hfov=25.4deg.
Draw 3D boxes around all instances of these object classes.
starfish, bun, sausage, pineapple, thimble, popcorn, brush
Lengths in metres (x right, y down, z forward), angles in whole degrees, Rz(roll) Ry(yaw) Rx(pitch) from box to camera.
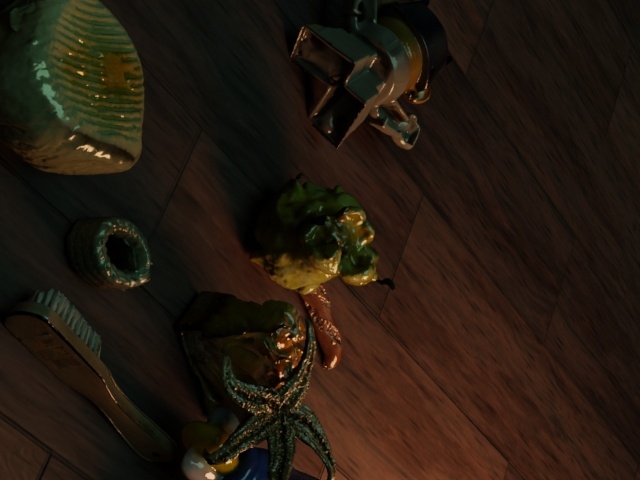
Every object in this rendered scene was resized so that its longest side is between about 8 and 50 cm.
[{"bbox_3d":[-0.049,0.217,1.796,0.213,0.057,0.238,31,72,-27],"label":"starfish"},{"bbox_3d":[-0.309,-0.172,1.638,0.244,0.153,0.243,47,33,-44],"label":"bun"},{"bbox_3d":[0.002,0.121,2.131,0.036,0.042,0.157,-102,175,-68],"label":"sausage"},{"bbox_3d":[-0.102,0.148,1.907,0.114,0.186,0.236,-55,172,-45],"label":"pineapple"},{"bbox_3d":[-0.260,0.018,1.764,0.110,0.062,0.084,55,49,-35],"label":"thimble"},{"bbox_3d":[0.006,-0.005,2.006,0.168,0.195,0.173,-40,115,-37],"label":"popcorn"},{"bbox_3d":[-0.270,0.166,1.753,0.327,0.070,0.065,55,38,-38],"label":"brush"}]

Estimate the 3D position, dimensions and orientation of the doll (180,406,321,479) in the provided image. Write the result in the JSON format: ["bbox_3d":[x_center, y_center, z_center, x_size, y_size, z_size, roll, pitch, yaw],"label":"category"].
[{"bbox_3d":[-0.093,0.415,1.870,0.376,0.187,0.365,30,72,-67],"label":"doll"}]

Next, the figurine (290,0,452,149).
[{"bbox_3d":[0.094,-0.277,2.179,0.308,0.143,0.308,-29,129,-42],"label":"figurine"}]
